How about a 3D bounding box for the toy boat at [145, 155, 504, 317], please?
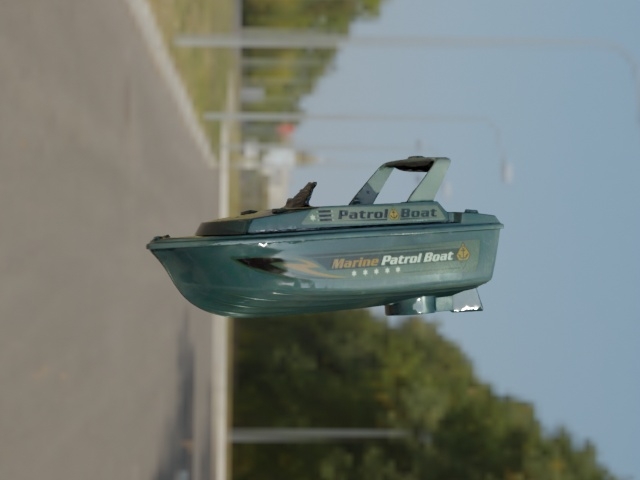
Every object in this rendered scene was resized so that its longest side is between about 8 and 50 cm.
[{"bbox_3d":[0.000,0.000,1.228,0.093,0.246,0.103,-2,-90,56],"label":"toy boat"}]
